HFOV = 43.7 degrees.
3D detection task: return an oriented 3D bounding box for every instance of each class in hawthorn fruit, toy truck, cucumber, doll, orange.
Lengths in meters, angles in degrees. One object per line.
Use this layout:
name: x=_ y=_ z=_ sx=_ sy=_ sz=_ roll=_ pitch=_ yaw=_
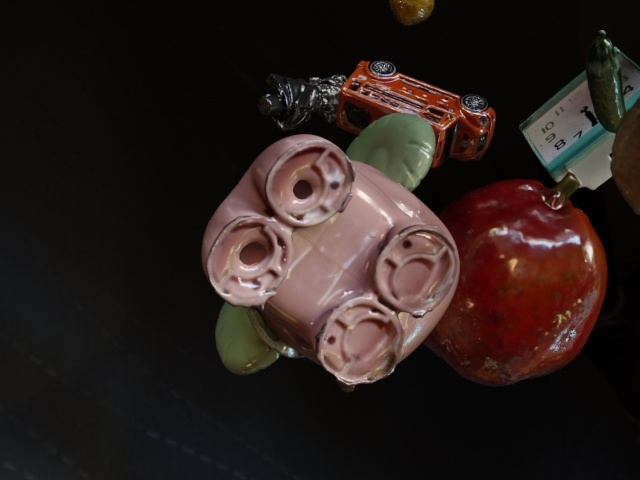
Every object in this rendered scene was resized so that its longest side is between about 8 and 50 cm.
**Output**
hawthorn fruit: x=0.262 y=0.045 z=1.079 sx=0.265 sy=0.265 sz=0.307 roll=26 pitch=120 yaw=-7
toy truck: x=0.157 y=-0.202 z=1.335 sx=0.252 sy=0.114 sz=0.107 roll=25 pitch=141 yaw=17
cucumber: x=0.483 y=-0.262 z=1.351 sx=0.056 sy=0.056 sz=0.250 roll=-19 pitch=137 yaw=14
doll: x=0.000 y=0.000 z=0.678 sx=0.216 sy=0.268 sz=0.284 roll=39 pitch=90 yaw=-20
orange: x=0.165 y=-0.440 z=1.448 sx=0.085 sy=0.085 sz=0.095 roll=-2 pitch=94 yaw=6

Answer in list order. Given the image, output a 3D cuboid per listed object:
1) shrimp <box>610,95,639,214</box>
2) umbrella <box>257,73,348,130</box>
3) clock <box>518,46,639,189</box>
shrimp: x=0.429 y=-0.104 z=0.731 sx=0.317 sy=0.077 sz=0.168 roll=-17 pitch=89 yaw=28
umbrella: x=-0.034 y=-0.319 z=1.809 sx=0.110 sy=0.272 sz=0.122 roll=13 pitch=110 yaw=43
clock: x=0.567 y=-0.242 z=1.645 sx=0.262 sy=0.231 sz=0.116 roll=-40 pitch=118 yaw=19
